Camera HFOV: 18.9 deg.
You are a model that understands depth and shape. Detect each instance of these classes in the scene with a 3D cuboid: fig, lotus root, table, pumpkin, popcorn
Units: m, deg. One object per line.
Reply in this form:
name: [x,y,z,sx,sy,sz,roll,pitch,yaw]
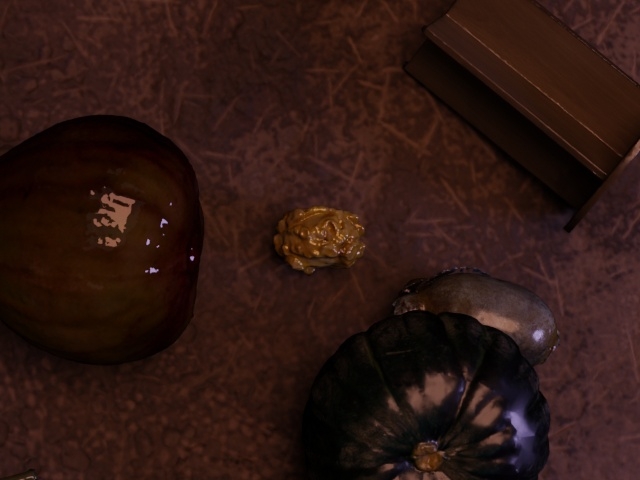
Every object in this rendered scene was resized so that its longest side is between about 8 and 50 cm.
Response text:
fig: [-0.262,-0.001,1.621,0.321,0.217,0.217,1,77,3]
lotus root: [0.145,0.070,1.767,0.165,0.088,0.088,16,74,-6]
table: [0.200,-0.142,1.803,0.226,0.167,0.167,40,71,4]
pumpkin: [0.092,0.169,1.679,0.220,0.162,0.220,0,102,2]
popcorn: [0.000,0.000,1.746,0.082,0.083,0.057,-7,73,15]

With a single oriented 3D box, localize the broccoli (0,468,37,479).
broccoli: [-0.326,0.288,1.508,0.321,0.304,0.283,56,40,-2]
